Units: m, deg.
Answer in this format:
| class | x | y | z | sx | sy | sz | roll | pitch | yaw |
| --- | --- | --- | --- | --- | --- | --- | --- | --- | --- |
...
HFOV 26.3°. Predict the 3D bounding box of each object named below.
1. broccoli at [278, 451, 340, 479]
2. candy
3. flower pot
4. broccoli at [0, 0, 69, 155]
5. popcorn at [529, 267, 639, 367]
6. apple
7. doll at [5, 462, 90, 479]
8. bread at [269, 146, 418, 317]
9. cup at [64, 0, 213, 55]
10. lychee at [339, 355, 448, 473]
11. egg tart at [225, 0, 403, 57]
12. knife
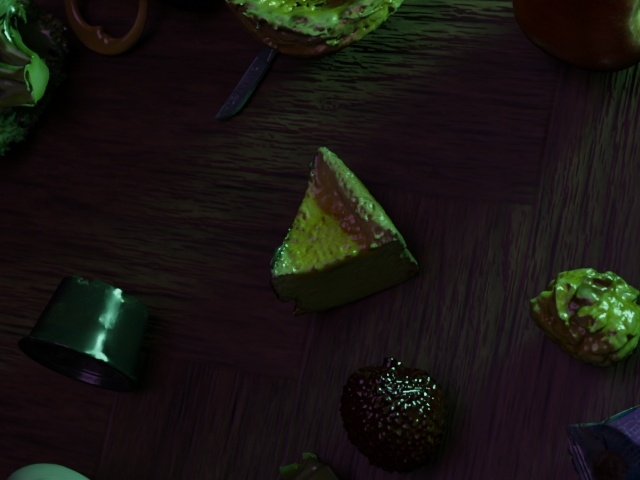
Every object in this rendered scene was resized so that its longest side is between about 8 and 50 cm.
| class | x | y | z | sx | sy | sz | roll | pitch | yaw |
| --- | --- | --- | --- | --- | --- | --- | --- | --- | --- |
| broccoli | 0.044 | 0.366 | 1.472 | 0.254 | 0.186 | 0.302 | -16 | 76 | 29 |
| candy | 0.331 | 0.219 | 1.471 | 0.136 | 0.038 | 0.088 | -27 | 80 | 23 |
| flower pot | -0.288 | 0.112 | 1.716 | 0.157 | 0.157 | 0.107 | 7 | 66 | 25 |
| broccoli | -0.440 | -0.229 | 1.843 | 0.176 | 0.198 | 0.226 | -16 | 63 | 34 |
| popcorn | 0.295 | 0.079 | 1.483 | 0.106 | 0.116 | 0.121 | -45 | 21 | -2 |
| apple | 0.303 | -0.285 | 1.545 | 0.199 | 0.199 | 0.199 | -6 | 74 | 22 |
| doll | -0.331 | 0.384 | 1.601 | 0.251 | 0.221 | 0.221 | 23 | 86 | 23 |
| bread | 0.000 | 0.000 | 1.616 | 0.160 | 0.140 | 0.169 | -35 | 61 | -1 |
| cup | -0.243 | -0.390 | 1.847 | 0.256 | 0.255 | 0.178 | 28 | 51 | 25 |
| lychee | 0.085 | 0.197 | 1.537 | 0.123 | 0.123 | 0.129 | -23 | 74 | 17 |
| egg tart | 0.009 | -0.356 | 1.713 | 0.288 | 0.118 | 0.288 | -5 | 73 | 17 |
| knife | -0.071 | -0.240 | 1.782 | 0.028 | 0.015 | 0.210 | 32 | 90 | 24 |
